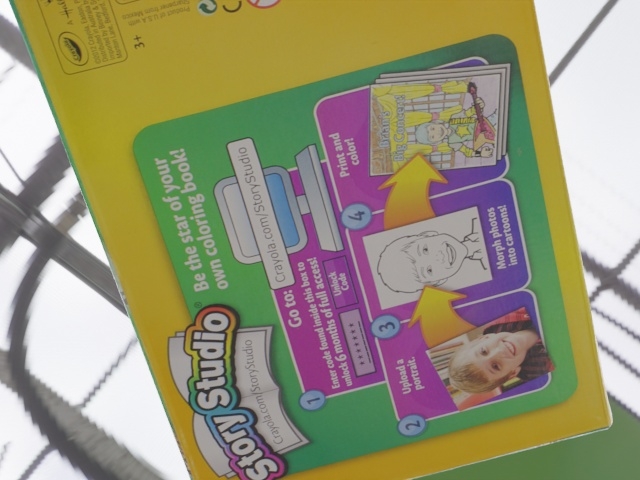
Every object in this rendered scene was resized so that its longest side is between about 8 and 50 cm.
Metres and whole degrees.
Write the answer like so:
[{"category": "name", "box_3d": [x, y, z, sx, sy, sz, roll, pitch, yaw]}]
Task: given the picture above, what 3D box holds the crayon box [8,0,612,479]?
[{"category": "crayon box", "box_3d": [0.000, -0.034, 0.626, 0.165, 0.081, 0.278, -15, -55, 2]}]
